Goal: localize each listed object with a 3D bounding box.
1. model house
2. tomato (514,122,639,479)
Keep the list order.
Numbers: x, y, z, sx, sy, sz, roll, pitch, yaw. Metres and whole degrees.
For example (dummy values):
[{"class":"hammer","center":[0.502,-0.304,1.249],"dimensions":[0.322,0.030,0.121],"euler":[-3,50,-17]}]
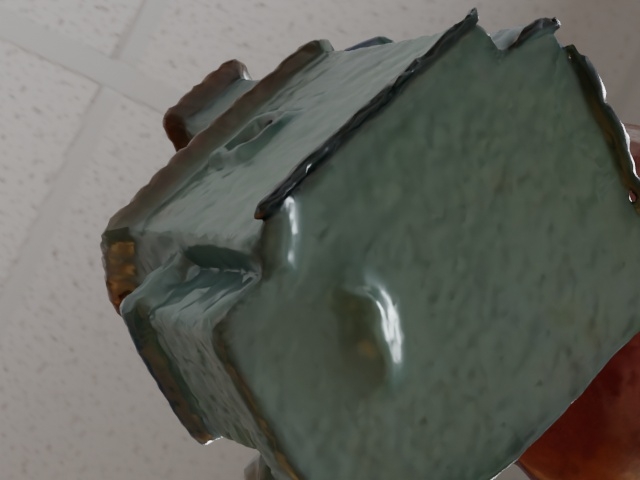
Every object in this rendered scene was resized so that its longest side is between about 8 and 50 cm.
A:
[{"class":"model house","center":[0.000,0.000,0.486],"dimensions":[0.148,0.148,0.119],"euler":[-42,-61,-21]},{"class":"tomato","center":[0.174,0.021,0.784],"dimensions":[0.200,0.233,0.139],"euler":[21,-44,-21]}]
